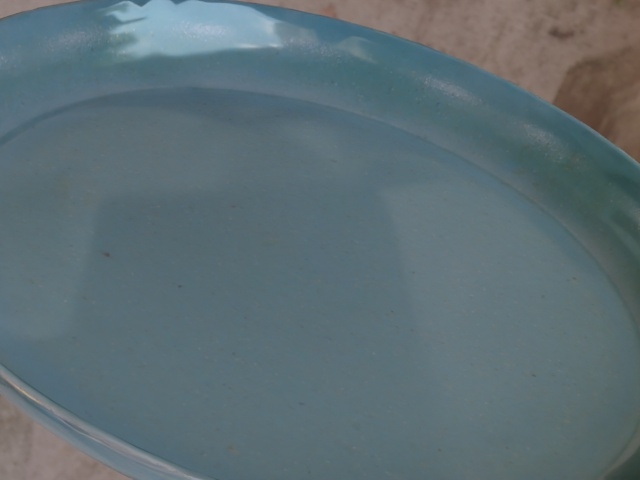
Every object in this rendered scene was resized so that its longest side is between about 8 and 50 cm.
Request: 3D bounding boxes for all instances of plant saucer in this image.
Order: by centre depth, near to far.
[{"bbox_3d":[0.000,0.000,0.480,0.317,0.317,0.044,-12,131,-37],"label":"plant saucer"}]
